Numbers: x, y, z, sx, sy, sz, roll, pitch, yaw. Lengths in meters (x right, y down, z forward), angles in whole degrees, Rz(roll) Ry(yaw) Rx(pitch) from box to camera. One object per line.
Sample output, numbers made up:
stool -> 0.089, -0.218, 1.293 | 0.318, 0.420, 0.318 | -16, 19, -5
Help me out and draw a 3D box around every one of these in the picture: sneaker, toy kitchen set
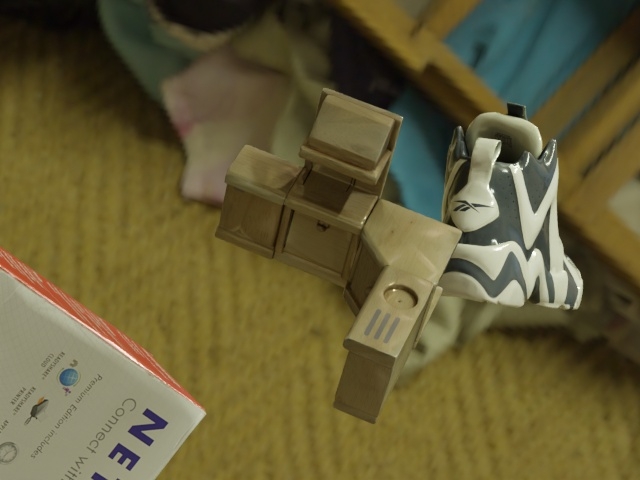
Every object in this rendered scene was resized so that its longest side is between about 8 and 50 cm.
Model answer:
sneaker -> 0.154, -0.028, 1.389 | 0.094, 0.153, 0.235 | 10, 2, 30
toy kitchen set -> 0.000, 0.000, 0.600 | 0.083, 0.068, 0.075 | 22, 41, 8

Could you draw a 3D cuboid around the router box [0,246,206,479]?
router box -> -0.270, 0.121, 0.827 | 0.301, 0.335, 0.082 | 38, -1, -32
